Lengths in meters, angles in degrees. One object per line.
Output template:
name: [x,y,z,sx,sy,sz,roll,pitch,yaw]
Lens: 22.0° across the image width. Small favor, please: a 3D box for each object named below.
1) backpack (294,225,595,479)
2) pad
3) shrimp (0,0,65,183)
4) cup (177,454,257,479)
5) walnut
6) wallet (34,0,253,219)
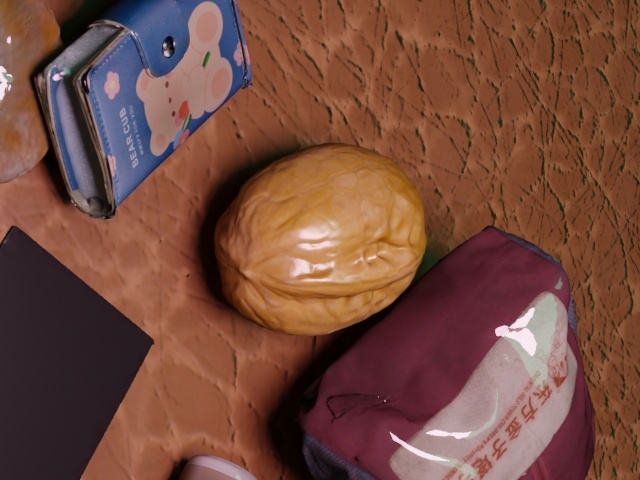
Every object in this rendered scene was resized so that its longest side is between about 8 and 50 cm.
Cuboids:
backpack: [0.129,0.172,1.477,0.283,0.197,0.317,-43,142,-15]
pad: [-0.236,0.136,1.266,0.170,0.006,0.245,43,62,-33]
shrimp: [-0.286,-0.172,1.173,0.168,0.077,0.317,-53,129,-29]
cup: [-0.087,0.240,1.358,0.102,0.074,0.099,42,62,-35]
walnut: [0.000,0.000,1.390,0.207,0.159,0.159,-19,103,-47]
wallet: [-0.135,-0.129,1.294,0.202,0.059,0.141,-48,142,-39]
